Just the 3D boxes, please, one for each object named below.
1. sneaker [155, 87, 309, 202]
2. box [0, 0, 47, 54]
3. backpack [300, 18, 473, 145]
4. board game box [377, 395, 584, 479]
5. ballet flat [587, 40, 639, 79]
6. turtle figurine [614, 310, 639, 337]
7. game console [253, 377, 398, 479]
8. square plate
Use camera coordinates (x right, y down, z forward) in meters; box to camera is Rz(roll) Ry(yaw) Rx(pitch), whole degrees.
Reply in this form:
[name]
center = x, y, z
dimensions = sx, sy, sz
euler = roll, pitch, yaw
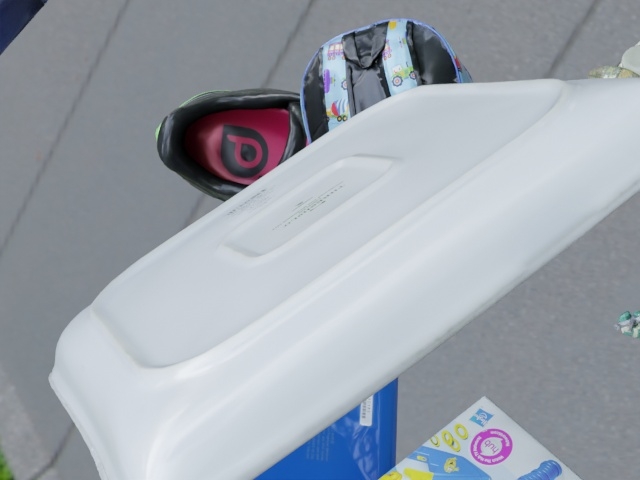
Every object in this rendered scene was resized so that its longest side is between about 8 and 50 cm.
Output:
[sneaker]
center = 0.029, -0.079, 1.355
dimensions = 0.483, 0.202, 0.185
euler = 5, 97, 13
[box]
center = -0.287, -0.133, 0.796
dimensions = 0.136, 0.036, 0.225
euler = 18, 62, 28
[backpack]
center = 0.068, -0.094, 0.978
dimensions = 0.158, 0.117, 0.173
euler = -14, 89, 26
[board game box]
center = 0.130, 0.326, 0.973
dimensions = 0.302, 0.086, 0.308
euler = -36, 45, -15
[ballet flat]
center = 0.403, -0.195, 1.445
dimensions = 0.123, 0.348, 0.123
euler = 8, 109, 25
[turtle figurine]
center = 0.382, 0.056, 1.147
dimensions = 0.175, 0.118, 0.234
euler = -39, 18, 35
[game console]
center = -0.056, 0.194, 1.236
dimensions = 0.173, 0.250, 0.293
euler = 105, 172, -52
[square plate]
center = 0.000, 0.000, 0.658
dimensions = 0.347, 0.049, 0.344
euler = -35, 16, -12
